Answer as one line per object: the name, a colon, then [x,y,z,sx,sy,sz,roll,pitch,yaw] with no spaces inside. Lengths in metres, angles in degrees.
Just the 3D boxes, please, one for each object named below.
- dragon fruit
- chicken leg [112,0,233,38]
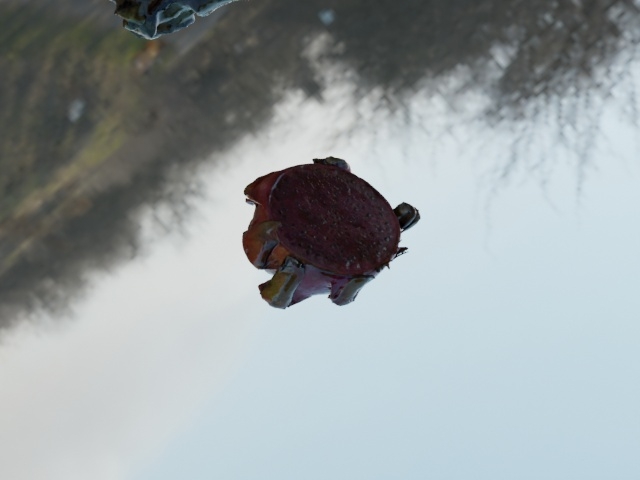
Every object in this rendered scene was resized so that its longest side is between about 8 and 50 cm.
dragon fruit: [-0.005,0.000,1.010,0.126,0.112,0.068,-43,170,-44]
chicken leg: [0.010,-0.111,0.496,0.178,0.070,0.093,-21,-146,5]
